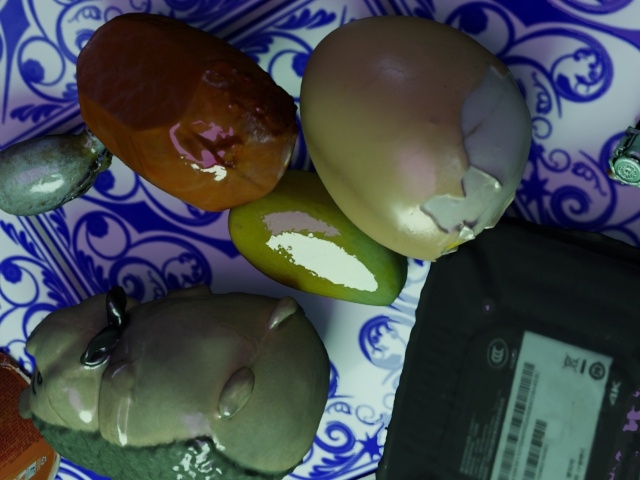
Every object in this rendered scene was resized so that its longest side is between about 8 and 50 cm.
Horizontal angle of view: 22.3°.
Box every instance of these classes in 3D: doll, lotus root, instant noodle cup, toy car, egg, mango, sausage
[{"bbox_3d":[-0.165,0.150,1.699,0.349,0.247,0.247,-6,112,40],"label":"doll"},{"bbox_3d":[-0.290,-0.074,1.728,0.165,0.088,0.088,-18,106,18],"label":"lotus root"},{"bbox_3d":[-0.453,0.258,1.879,0.250,0.192,0.250,9,116,18],"label":"instant noodle cup"},{"bbox_3d":[0.336,-0.055,1.488,0.143,0.073,0.054,29,136,7],"label":"toy car"},{"bbox_3d":[0.084,-0.102,1.491,0.244,0.201,0.201,44,123,19],"label":"egg"},{"bbox_3d":[0.000,0.000,1.636,0.194,0.092,0.130,35,120,-2],"label":"mango"},{"bbox_3d":[-0.134,-0.127,1.560,0.153,0.141,0.268,-53,43,-4],"label":"sausage"}]

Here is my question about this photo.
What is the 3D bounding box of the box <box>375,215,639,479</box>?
[{"bbox_3d":[0.226,0.170,1.511,0.350,0.091,0.359,18,98,37],"label":"box"}]
